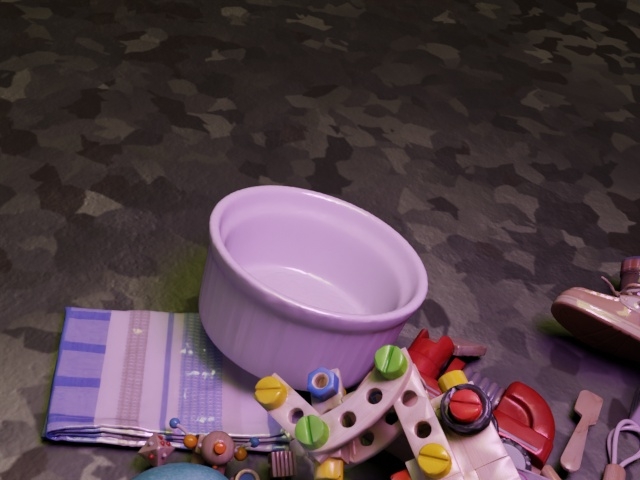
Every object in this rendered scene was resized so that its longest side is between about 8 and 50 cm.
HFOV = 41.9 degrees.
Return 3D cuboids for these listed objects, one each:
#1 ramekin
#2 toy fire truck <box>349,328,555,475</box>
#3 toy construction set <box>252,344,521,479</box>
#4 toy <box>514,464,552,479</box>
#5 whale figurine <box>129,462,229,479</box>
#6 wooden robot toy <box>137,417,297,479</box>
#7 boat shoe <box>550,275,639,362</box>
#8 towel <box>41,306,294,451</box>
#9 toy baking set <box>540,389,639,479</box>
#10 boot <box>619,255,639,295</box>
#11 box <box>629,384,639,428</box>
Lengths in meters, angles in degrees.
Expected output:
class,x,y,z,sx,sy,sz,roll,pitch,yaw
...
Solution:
class,x,y,z,sx,sy,sz,roll,pitch,yaw
ramekin,-0.018,0.060,1.041,0.277,0.135,0.277,15,30,-9
toy fire truck,0.178,0.189,1.006,0.217,0.159,0.246,28,53,17
toy construction set,0.084,0.243,0.792,0.215,0.151,0.328,-25,71,4
toy,0.225,0.299,0.787,0.056,0.137,0.237,19,-5,-39
whale figurine,-0.084,0.311,0.779,0.272,0.141,0.216,24,40,3
wooden robot toy,-0.106,0.235,0.890,0.173,0.079,0.076,16,68,-10
boat shoe,0.458,0.120,1.156,0.285,0.104,0.089,22,72,-3
towel,-0.176,0.160,1.009,0.284,0.034,0.209,5,41,-10
toy baking set,0.362,0.300,1.003,0.196,0.030,0.256,-14,48,-32
boot,0.543,0.111,1.246,0.219,0.082,0.106,20,63,1
box,0.489,0.204,1.067,0.137,0.126,0.072,26,41,13
